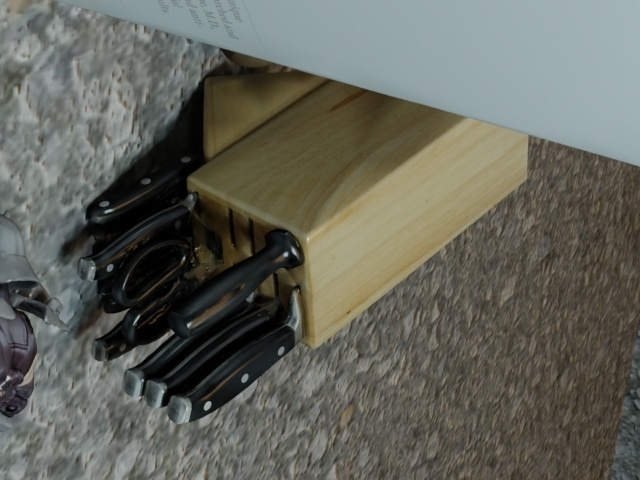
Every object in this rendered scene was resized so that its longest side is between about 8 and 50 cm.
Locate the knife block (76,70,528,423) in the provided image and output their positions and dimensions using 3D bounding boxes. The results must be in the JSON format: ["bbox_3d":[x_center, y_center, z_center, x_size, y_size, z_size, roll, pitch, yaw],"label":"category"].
[{"bbox_3d":[0.000,0.000,1.086,0.242,0.276,0.088,-96,-178,-50],"label":"knife block"}]

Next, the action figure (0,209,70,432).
[{"bbox_3d":[-0.194,0.110,0.859,0.185,0.099,0.285,19,86,-67],"label":"action figure"}]

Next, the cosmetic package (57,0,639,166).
[{"bbox_3d":[0.019,-0.192,0.781,0.156,0.385,0.217,66,43,-59],"label":"cosmetic package"}]

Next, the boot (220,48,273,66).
[{"bbox_3d":[-0.010,-0.249,1.113,0.115,0.112,0.305,145,-39,-75],"label":"boot"}]
